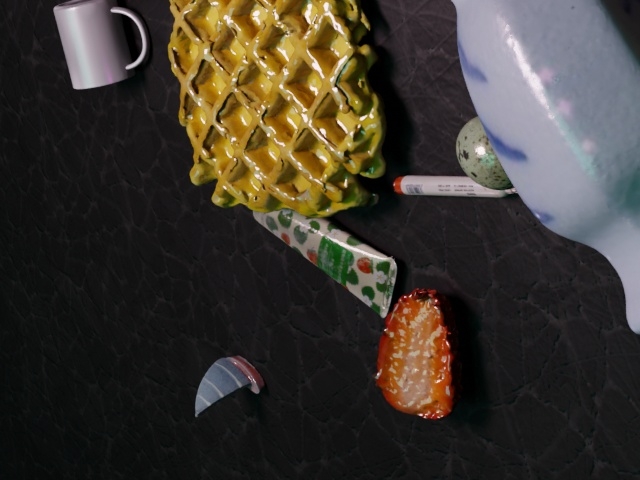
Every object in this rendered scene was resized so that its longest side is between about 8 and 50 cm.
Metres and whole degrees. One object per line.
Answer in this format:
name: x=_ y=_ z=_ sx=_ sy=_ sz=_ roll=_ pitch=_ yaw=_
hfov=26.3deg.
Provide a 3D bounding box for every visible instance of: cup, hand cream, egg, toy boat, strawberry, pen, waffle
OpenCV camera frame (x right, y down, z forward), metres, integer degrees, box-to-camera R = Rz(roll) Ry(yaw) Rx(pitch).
cup: x=-0.331 y=-0.311 z=2.117 sx=0.099 sy=0.136 sz=0.133 roll=-107 pitch=4 yaw=-74
hand cream: x=0.000 y=0.000 z=1.870 sx=0.276 sy=0.059 sz=0.095 roll=35 pitch=131 yaw=33
egg: x=0.193 y=-0.099 z=1.511 sx=0.110 sy=0.085 sz=0.085 roll=-147 pitch=42 yaw=-66
toy boat: x=-0.160 y=0.229 z=2.170 sx=0.096 sy=0.122 sz=0.034 roll=41 pitch=141 yaw=34
strawberry: x=0.139 y=0.140 z=1.753 sx=0.121 sy=0.082 sz=0.188 roll=21 pitch=120 yaw=22
pen: x=0.164 y=-0.065 z=1.626 sx=0.218 sy=0.026 sz=0.026 roll=4 pitch=113 yaw=53
waffle: x=-0.067 y=-0.211 z=1.774 sx=0.382 sy=0.095 sz=0.380 roll=0 pitch=103 yaw=46

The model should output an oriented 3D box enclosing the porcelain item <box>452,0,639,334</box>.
porcelain item: x=0.265 y=-0.124 z=1.260 sx=0.178 sy=0.242 sz=0.405 roll=-39 pitch=74 yaw=37
